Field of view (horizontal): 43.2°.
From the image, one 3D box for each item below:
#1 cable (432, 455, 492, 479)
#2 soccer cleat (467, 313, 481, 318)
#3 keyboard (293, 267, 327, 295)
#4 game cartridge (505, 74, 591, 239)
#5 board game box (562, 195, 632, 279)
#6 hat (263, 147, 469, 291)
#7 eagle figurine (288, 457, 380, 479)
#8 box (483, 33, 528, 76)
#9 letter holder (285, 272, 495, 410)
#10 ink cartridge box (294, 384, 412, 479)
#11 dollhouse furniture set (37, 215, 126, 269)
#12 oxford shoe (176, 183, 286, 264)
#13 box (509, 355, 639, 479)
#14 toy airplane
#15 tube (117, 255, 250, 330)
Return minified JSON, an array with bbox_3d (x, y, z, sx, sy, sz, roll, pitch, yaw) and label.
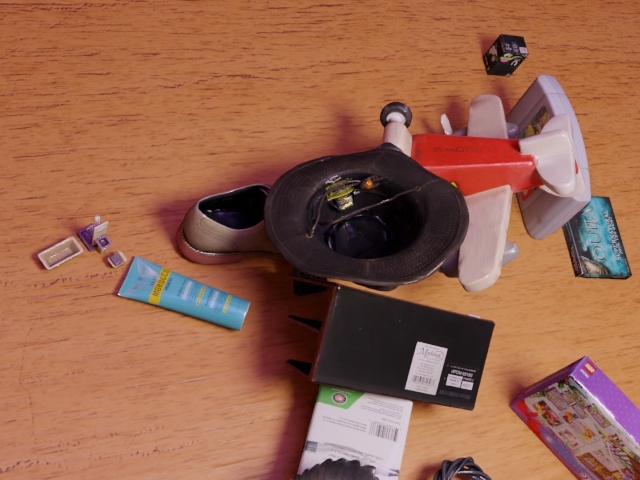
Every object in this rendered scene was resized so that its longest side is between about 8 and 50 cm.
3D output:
[{"bbox_3d":[0.234,0.434,1.284,0.151,0.047,0.184,25,57,-7],"label":"cable"},{"bbox_3d":[0.276,0.171,1.482,0.036,0.029,0.083,22,55,2],"label":"soccer cleat"},{"bbox_3d":[0.000,0.000,1.392,0.100,0.038,0.192,-12,110,-37],"label":"keyboard"},{"bbox_3d":[0.451,-0.174,1.628,0.060,0.196,0.294,2,63,-20],"label":"game cartridge"},{"bbox_3d":[0.567,-0.009,1.684,0.126,0.026,0.186,2,63,-20],"label":"board game box"},{"bbox_3d":[0.070,-0.004,1.287,0.331,0.134,0.331,-3,41,3],"label":"hat"},{"bbox_3d":[-0.008,0.477,1.092,0.225,0.226,0.298,28,47,24],"label":"eagle figurine"},{"bbox_3d":[0.412,-0.412,1.804,0.062,0.083,0.052,1,65,-20],"label":"box"},{"bbox_3d":[0.092,0.162,1.341,0.302,0.214,0.152,15,88,-26],"label":"letter holder"},{"bbox_3d":[0.045,0.338,1.254,0.153,0.087,0.208,16,56,2],"label":"ink cartridge box"},{"bbox_3d":[-0.379,0.015,1.287,0.114,0.081,0.091,-33,78,-31],"label":"dollhouse furniture set"},{"bbox_3d":[-0.068,-0.038,1.401,0.348,0.130,0.123,-12,66,-26],"label":"oxford shoe"},{"bbox_3d":[0.483,0.345,1.364,0.293,0.201,0.057,47,59,7],"label":"box"},{"bbox_3d":[0.288,-0.101,1.484,0.386,0.272,0.384,-30,50,-21],"label":"toy airplane"},{"bbox_3d":[-0.221,0.091,1.331,0.207,0.052,0.080,19,48,-3],"label":"tube"}]
